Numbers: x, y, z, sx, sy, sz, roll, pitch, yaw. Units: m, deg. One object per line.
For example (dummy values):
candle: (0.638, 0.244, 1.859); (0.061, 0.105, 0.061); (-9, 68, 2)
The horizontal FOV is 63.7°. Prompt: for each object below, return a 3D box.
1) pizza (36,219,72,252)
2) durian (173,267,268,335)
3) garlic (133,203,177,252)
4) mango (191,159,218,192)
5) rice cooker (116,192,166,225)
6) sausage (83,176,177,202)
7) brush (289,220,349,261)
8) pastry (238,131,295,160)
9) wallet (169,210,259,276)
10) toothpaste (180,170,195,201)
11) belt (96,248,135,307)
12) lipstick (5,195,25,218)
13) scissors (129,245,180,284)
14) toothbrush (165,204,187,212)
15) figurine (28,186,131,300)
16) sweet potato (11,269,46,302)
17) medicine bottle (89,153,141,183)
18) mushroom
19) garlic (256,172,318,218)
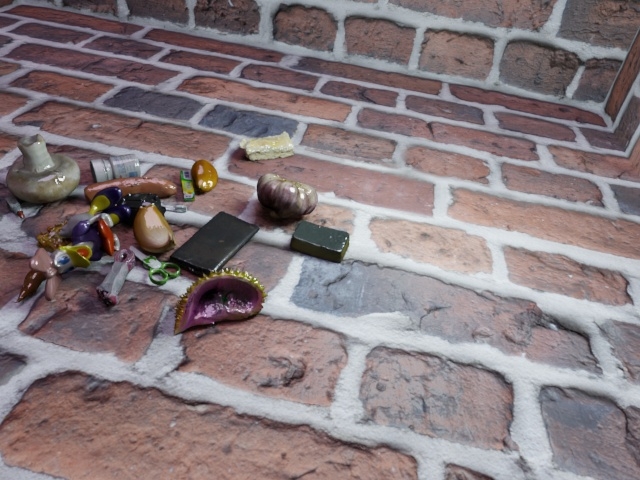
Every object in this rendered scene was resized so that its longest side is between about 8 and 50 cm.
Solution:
pizza: (-0.853, -0.005, 1.676); (0.134, 0.046, 0.175); (-13, 43, -26)
durian: (-0.292, 0.151, 1.502); (0.260, 0.187, 0.154); (2, 42, -29)
garlic: (-0.535, -0.017, 1.706); (0.206, 0.128, 0.115); (43, 5, 30)
mango: (-0.459, -0.246, 2.038); (0.105, 0.084, 0.160); (8, 55, -26)
rice cooker: (-0.630, -0.110, 1.807); (0.165, 0.107, 0.112); (-2, 29, 9)
sausage: (-0.703, -0.193, 1.919); (0.326, 0.079, 0.087); (-8, 70, -17)
brush: (0.000, 0.000, 1.819); (0.197, 0.059, 0.123); (16, 40, 10)
pastry: (-0.236, -0.411, 2.281); (0.258, 0.089, 0.121); (-17, 47, -28)
wallet: (-0.352, 0.009, 1.758); (0.170, 0.044, 0.321); (20, 36, 13)
toothpaste: (-0.522, -0.214, 2.016); (0.043, 0.037, 0.179); (-6, 40, -16)
belt: (-0.623, 0.112, 1.566); (0.071, 0.053, 0.232); (2, 35, -3)
lipstick: (-1.052, -0.108, 1.785); (0.030, 0.030, 0.129); (-25, 49, -36)
scissors: (-0.544, 0.071, 1.652); (0.204, 0.027, 0.101); (31, 39, 26)
toothbrush: (-0.636, -0.124, 1.888); (0.287, 0.024, 0.021); (3, 39, -6)
figurine: (-0.733, -0.008, 1.586); (0.193, 0.154, 0.421); (-6, 35, 2)
sweet potato: (-0.843, 0.117, 1.519); (0.056, 0.057, 0.195); (13, 42, 6)
medicine bottle: (-0.790, -0.273, 1.987); (0.167, 0.105, 0.105); (-16, 44, -29)
mushroom: (-0.993, -0.258, 1.832); (0.243, 0.244, 0.244); (5, 38, -4)
garlic: (-0.133, -0.153, 1.919); (0.244, 0.161, 0.245); (18, 4, -1)
